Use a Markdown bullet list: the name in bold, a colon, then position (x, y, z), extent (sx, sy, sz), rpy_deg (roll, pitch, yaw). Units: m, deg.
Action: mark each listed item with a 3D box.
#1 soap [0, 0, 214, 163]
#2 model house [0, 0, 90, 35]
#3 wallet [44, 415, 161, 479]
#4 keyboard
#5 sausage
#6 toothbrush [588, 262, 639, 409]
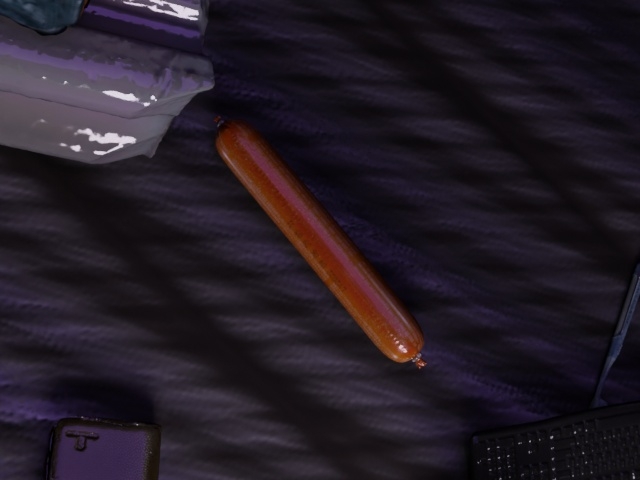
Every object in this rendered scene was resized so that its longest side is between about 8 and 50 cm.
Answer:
- **soap**: position (-0.325, -0.282, 1.155), extent (0.435, 0.213, 0.350), rpy_deg (10, 71, -18)
- **model house**: position (-0.218, -0.349, 0.946), extent (0.184, 0.291, 0.253), rpy_deg (22, 67, -18)
- **wallet**: position (-0.208, 0.267, 1.108), extent (0.110, 0.031, 0.198), rpy_deg (9, 68, -17)
- **keyboard**: position (0.337, 0.232, 1.320), extent (0.381, 0.041, 0.103), rpy_deg (-7, 96, -26)
- **sausage**: position (0.000, 0.000, 1.268), extent (0.053, 0.053, 0.348), rpy_deg (-39, 88, -27)
- **toothbrush**: position (0.349, 0.120, 1.380), extent (0.019, 0.016, 0.219), rpy_deg (30, 64, -11)
